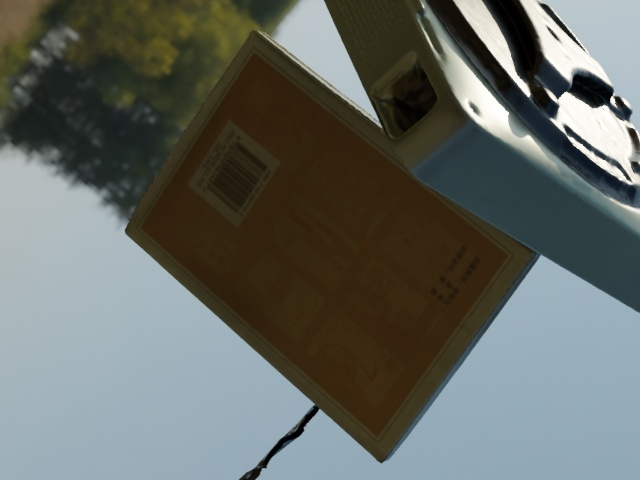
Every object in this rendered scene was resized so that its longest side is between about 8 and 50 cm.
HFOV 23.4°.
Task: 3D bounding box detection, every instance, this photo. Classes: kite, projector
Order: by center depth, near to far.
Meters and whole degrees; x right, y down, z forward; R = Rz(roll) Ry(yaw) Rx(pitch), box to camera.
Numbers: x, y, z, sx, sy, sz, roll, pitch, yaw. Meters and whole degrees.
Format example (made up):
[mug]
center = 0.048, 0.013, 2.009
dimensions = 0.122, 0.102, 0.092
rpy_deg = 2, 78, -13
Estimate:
[projector]
center = 0.110, -0.101, 0.936
dimensions = 0.079, 0.259, 0.257
rpy_deg = -40, -133, 22
[kite]
center = -0.053, 0.168, 1.090
dimensions = 0.285, 0.015, 0.152
rpy_deg = -41, 173, -28

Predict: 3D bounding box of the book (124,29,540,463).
[book]
center = 0.000, 0.000, 0.988
dimensions = 0.170, 0.242, 0.018
rpy_deg = -55, 160, 15
